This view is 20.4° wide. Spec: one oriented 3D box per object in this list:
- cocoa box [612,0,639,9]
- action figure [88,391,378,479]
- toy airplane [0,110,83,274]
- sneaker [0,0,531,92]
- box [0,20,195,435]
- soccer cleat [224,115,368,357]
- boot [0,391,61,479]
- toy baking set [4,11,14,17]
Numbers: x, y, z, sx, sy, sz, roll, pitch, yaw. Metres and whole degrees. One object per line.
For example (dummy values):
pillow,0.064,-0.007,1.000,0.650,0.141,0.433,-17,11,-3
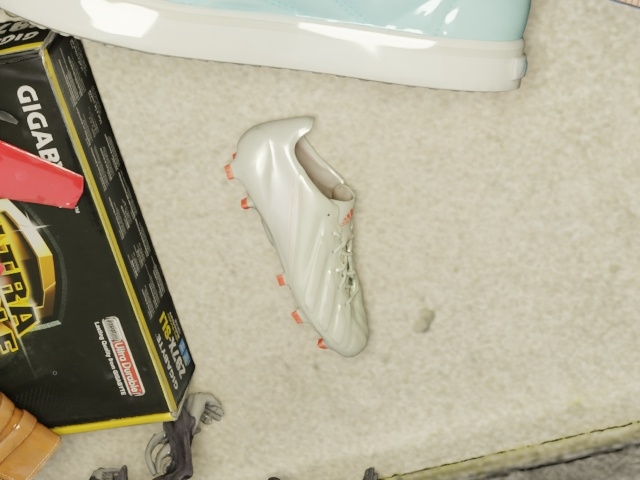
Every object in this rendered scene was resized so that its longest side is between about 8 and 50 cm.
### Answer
cocoa box,0.225,-0.321,0.988,0.228,0.231,0.347,17,121,-1
action figure,-0.100,0.221,1.414,0.275,0.141,0.164,11,124,-14
toy airplane,-0.250,-0.033,1.268,0.151,0.028,0.151,4,120,7
sneaker,-0.037,-0.193,1.176,0.365,0.135,0.150,6,101,-7
box,-0.266,0.003,1.353,0.257,0.079,0.322,-8,118,16
soccer cleat,0.000,0.000,1.310,0.076,0.068,0.196,-20,111,17
boot,-0.261,0.116,1.333,0.152,0.073,0.197,32,132,-8
toy baking set,-0.180,-0.248,1.219,0.256,0.030,0.197,-2,119,11
